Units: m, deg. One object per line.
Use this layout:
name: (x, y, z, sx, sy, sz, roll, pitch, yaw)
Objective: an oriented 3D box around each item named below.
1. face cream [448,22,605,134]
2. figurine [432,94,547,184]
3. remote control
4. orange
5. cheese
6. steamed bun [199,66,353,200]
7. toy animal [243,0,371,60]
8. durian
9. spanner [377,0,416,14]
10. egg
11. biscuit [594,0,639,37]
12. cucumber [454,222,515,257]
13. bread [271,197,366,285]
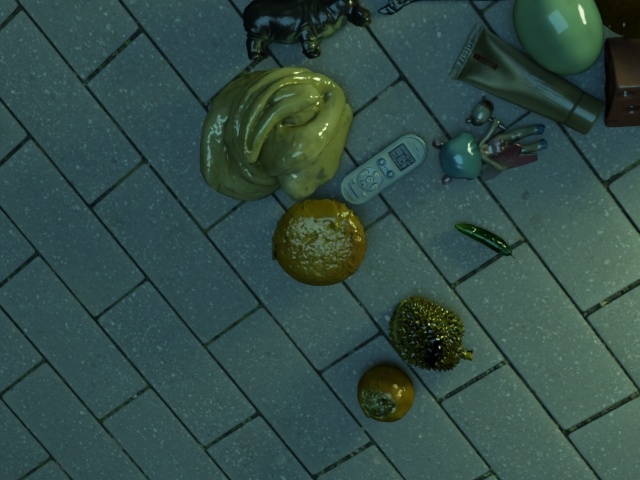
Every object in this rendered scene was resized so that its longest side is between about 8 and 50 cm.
face cream: (0.474, -0.357, 1.623, 0.341, 0.084, 0.137, 31, 119, 9)
figurine: (0.395, -0.232, 1.657, 0.260, 0.103, 0.205, -13, 105, 4)
remote control: (0.155, -0.175, 1.750, 0.244, 0.047, 0.087, -34, 94, 18)
orange: (0.172, 0.406, 1.870, 0.155, 0.134, 0.154, 1, 101, 5)
cheese: (0.696, -0.370, 1.558, 0.128, 0.203, 0.176, -2, 75, 16)
steamed bun: (-0.112, -0.244, 1.691, 0.373, 0.230, 0.324, -2, 109, 10)
toy animal: (-0.014, -0.515, 1.654, 0.343, 0.106, 0.168, -15, 105, 12)
durian: (0.281, 0.260, 1.803, 0.237, 0.138, 0.193, 25, 109, 3)
spanner: (0.277, -0.563, 1.627, 0.316, 0.024, 0.087, 3, 108, 9)
egg: (0.513, -0.463, 1.531, 0.168, 0.168, 0.230, -34, 100, 18)
biscuit: (0.676, -0.603, 1.432, 0.314, 0.063, 0.367, -4, 102, 50)
cucumber: (0.410, -0.004, 1.753, 0.168, 0.039, 0.039, 28, 109, 5)
bread: (0.002, 0.001, 1.781, 0.240, 0.139, 0.239, 3, 107, 10)
